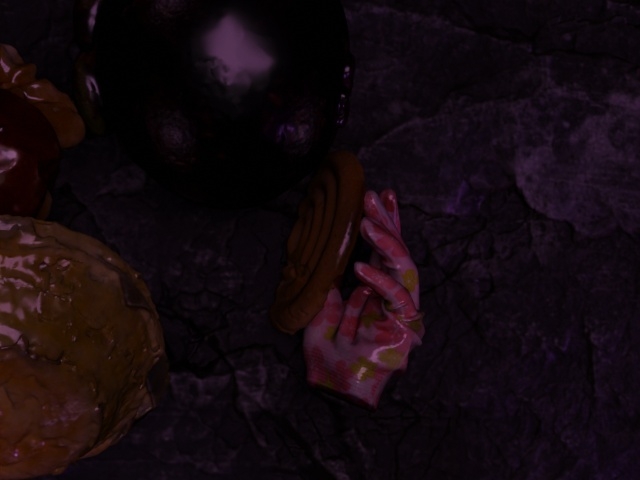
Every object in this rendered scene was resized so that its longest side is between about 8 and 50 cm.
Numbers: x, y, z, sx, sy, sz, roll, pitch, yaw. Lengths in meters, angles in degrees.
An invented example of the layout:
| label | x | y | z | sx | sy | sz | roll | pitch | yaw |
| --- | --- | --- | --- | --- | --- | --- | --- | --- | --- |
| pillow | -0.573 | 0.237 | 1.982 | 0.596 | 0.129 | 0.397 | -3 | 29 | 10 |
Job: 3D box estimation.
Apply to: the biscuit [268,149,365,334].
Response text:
| label | x | y | z | sx | sy | sz | roll | pitch | yaw |
| --- | --- | --- | --- | --- | --- | --- | --- | --- | --- |
| biscuit | -0.001 | 0.000 | 1.160 | 0.033 | 0.144 | 0.224 | 20 | 84 | -21 |

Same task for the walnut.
| label | x | y | z | sx | sy | sz | roll | pitch | yaw |
| --- | --- | --- | --- | --- | --- | --- | --- | --- | --- |
| walnut | -0.391 | -0.098 | 1.049 | 0.269 | 0.222 | 0.244 | 20 | 91 | -4 |

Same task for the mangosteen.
| label | x | y | z | sx | sy | sz | roll | pitch | yaw |
| --- | --- | --- | --- | --- | --- | --- | --- | --- | --- |
| mangosteen | -0.114 | -0.191 | 1.099 | 0.313 | 0.297 | 0.297 | 37 | 75 | 10 |

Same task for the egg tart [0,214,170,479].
| label | x | y | z | sx | sy | sz | roll | pitch | yaw |
| --- | --- | --- | --- | --- | --- | --- | --- | --- | --- |
| egg tart | -0.305 | 0.131 | 1.000 | 0.341 | 0.341 | 0.132 | -4 | 37 | -12 |

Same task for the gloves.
| label | x | y | z | sx | sy | sz | roll | pitch | yaw |
| --- | --- | --- | --- | --- | --- | --- | --- | --- | --- |
| gloves | 0.058 | 0.063 | 1.170 | 0.126 | 0.145 | 0.241 | 26 | 80 | -15 |
